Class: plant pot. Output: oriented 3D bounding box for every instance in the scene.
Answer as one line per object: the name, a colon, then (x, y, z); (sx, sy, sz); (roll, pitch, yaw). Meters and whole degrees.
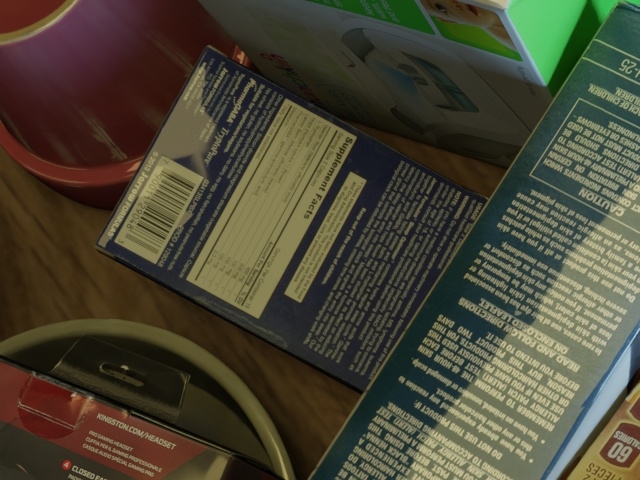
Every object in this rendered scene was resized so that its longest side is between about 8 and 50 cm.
plant pot: (-0.146, -0.140, 1.005); (0.201, 0.180, 0.201); (-7, 70, 19)

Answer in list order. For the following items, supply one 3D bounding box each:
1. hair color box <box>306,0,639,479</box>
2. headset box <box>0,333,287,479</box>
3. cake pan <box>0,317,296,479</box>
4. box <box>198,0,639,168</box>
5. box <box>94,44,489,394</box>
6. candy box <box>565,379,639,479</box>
hair color box: (0.116, 0.072, 0.835); (0.105, 0.174, 0.347); (31, 85, 26)
headset box: (-0.160, 0.193, 0.870); (0.218, 0.110, 0.293); (18, 79, 24)
cake pan: (-0.139, 0.192, 0.955); (0.293, 0.054, 0.293); (-7, 69, 19)
box: (0.053, -0.152, 0.889); (0.231, 0.262, 0.127); (19, 79, 24)
box: (0.000, 0.000, 0.949); (0.225, 0.036, 0.136); (29, 83, 1)
candy box: (0.168, 0.188, 0.707); (0.183, 0.087, 0.316); (26, 65, 36)
